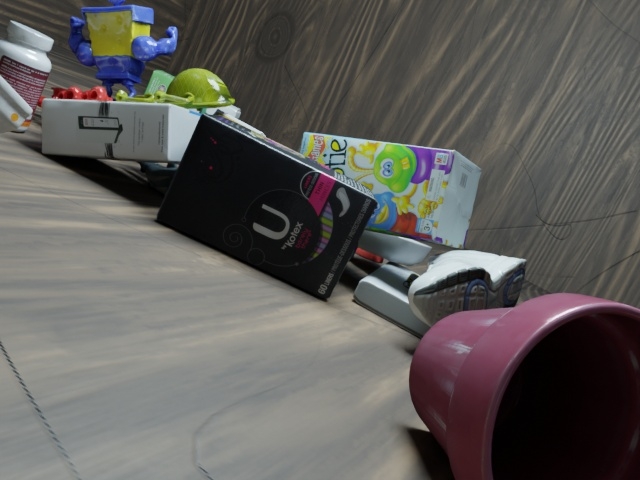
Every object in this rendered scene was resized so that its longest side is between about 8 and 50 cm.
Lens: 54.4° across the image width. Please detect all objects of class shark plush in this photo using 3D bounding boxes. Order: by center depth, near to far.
[{"bbox_3d":[-0.252,-0.114,1.048,0.161,0.067,0.073,32,12,30],"label":"shark plush"}]

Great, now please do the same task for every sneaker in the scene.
[{"bbox_3d":[0.204,0.070,0.941,0.129,0.111,0.297,20,13,34],"label":"sneaker"}]

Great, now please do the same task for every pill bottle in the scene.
[{"bbox_3d":[-0.470,-0.252,0.958,0.086,0.152,0.086,26,10,-5],"label":"pill bottle"}]

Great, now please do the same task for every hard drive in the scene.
[{"bbox_3d":[0.179,0.110,1.072,0.203,0.040,0.307,28,10,11],"label":"hard drive"}]

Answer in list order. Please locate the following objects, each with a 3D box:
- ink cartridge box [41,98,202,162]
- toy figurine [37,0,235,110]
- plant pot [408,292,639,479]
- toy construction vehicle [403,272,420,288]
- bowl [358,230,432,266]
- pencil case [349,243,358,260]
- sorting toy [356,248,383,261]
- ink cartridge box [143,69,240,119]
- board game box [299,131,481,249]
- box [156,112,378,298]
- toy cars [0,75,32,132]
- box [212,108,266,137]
[{"bbox_3d":[-0.297,-0.165,0.960,0.203,0.086,0.148,4,6,11],"label":"ink cartridge box"},{"bbox_3d":[-0.333,-0.331,1.048,0.362,0.217,0.191,4,7,19],"label":"toy figurine"},{"bbox_3d":[0.174,0.138,0.536,0.201,0.201,0.180,23,-5,-20],"label":"plant pot"},{"bbox_3d":[0.196,0.081,1.040,0.098,0.035,0.086,30,10,19],"label":"toy construction vehicle"},{"bbox_3d":[0.134,0.008,1.243,0.142,0.053,0.142,24,5,36],"label":"bowl"},{"bbox_3d":[0.000,0.000,1.111,0.070,0.064,0.151,-14,-19,38],"label":"pencil case"},{"bbox_3d":[0.048,-0.044,1.290,0.127,0.126,0.365,32,11,31],"label":"sorting toy"},{"bbox_3d":[-0.327,-0.296,1.527,0.219,0.160,0.092,24,11,-7],"label":"ink cartridge box"},{"bbox_3d":[0.105,-0.084,1.050,0.275,0.142,0.144,13,0,32],"label":"board game box"},{"bbox_3d":[-0.073,-0.055,0.915,0.270,0.165,0.143,25,10,-4],"label":"box"},{"bbox_3d":[-0.529,-0.196,0.698,0.393,0.087,0.176,26,-27,-10],"label":"toy cars"},{"bbox_3d":[-0.135,-0.125,1.117,0.114,0.103,0.203,31,-9,26],"label":"box"}]
